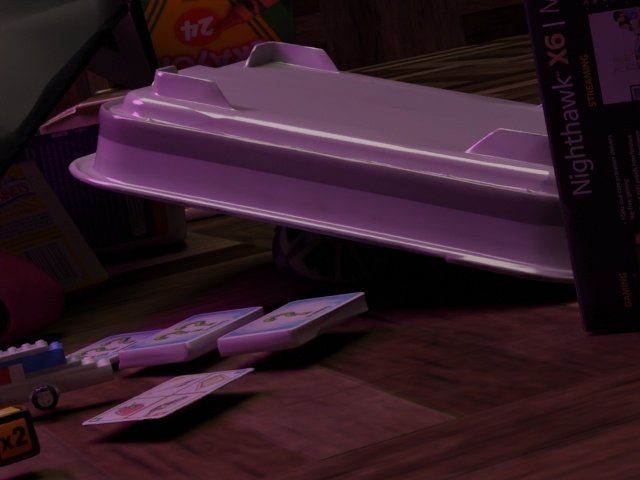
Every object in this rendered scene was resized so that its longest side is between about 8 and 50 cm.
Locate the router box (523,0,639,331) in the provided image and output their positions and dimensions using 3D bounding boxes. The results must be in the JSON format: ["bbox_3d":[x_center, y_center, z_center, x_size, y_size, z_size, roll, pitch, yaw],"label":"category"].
[{"bbox_3d":[0.214,-0.123,0.717,0.243,0.308,0.081,-6,13,25],"label":"router box"}]

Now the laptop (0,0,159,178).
[{"bbox_3d":[-0.342,-0.133,1.144,0.382,0.236,0.408,24,-9,4],"label":"laptop"}]

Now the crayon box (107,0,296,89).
[{"bbox_3d":[-0.127,-0.172,1.760,0.202,0.318,0.081,-10,51,-6],"label":"crayon box"}]

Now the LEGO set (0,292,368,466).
[{"bbox_3d":[-0.114,0.055,0.805,0.182,0.060,0.244,-9,8,33],"label":"LEGO set"}]

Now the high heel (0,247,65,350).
[{"bbox_3d":[-0.216,0.064,0.910,0.117,0.082,0.244,45,21,29],"label":"high heel"}]

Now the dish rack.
[{"bbox_3d":[0.044,-0.062,0.999,0.333,0.072,0.285,11,16,17],"label":"dish rack"}]

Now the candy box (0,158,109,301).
[{"bbox_3d":[-0.238,0.012,1.078,0.027,0.105,0.206,-43,-13,35],"label":"candy box"}]

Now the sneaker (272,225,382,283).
[{"bbox_3d":[0.000,0.000,1.061,0.071,0.068,0.170,-35,3,18],"label":"sneaker"}]

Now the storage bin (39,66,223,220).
[{"bbox_3d":[-0.120,-0.095,1.571,0.260,0.123,0.262,-11,9,-2],"label":"storage bin"}]

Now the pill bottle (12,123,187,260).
[{"bbox_3d":[-0.210,-0.032,1.301,0.194,0.108,0.108,-12,9,-9],"label":"pill bottle"}]
